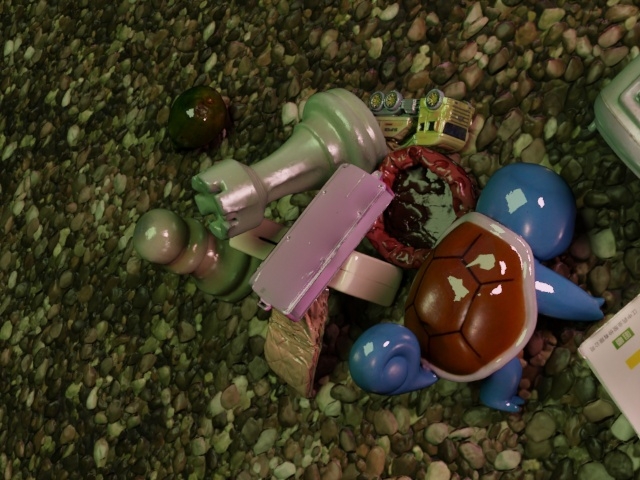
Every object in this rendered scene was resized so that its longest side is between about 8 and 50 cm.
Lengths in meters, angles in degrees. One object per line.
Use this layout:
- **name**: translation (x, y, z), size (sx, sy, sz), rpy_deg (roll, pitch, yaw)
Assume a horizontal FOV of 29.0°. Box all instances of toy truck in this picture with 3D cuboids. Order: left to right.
- **toy truck**: translation (0.157, -0.183, 2.048), size (0.191, 0.085, 0.116), rpy_deg (5, 83, 45)

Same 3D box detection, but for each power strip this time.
- **power strip**: translation (0.000, 0.000, 1.933), size (0.109, 0.037, 0.279), rpy_deg (33, 83, 40)

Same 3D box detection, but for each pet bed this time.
- **pet bed**: translation (0.157, -0.049, 1.966), size (0.201, 0.053, 0.201), rpy_deg (-1, 88, 26)

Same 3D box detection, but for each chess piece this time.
- **chess piece**: translation (-0.228, 0.016, 2.195), size (0.133, 0.243, 0.133), rpy_deg (-20, 59, 37)
- **chess piece**: translation (-0.056, -0.113, 2.040), size (0.299, 0.195, 0.194), rpy_deg (-27, 39, -21)

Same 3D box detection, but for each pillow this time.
- **pillow**: translation (-0.041, 0.145, 2.011), size (0.126, 0.043, 0.233), rpy_deg (37, 132, 35)

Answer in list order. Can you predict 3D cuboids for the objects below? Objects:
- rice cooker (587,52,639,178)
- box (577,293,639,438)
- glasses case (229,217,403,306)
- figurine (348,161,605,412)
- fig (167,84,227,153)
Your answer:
- **rice cooker**: translation (0.517, -0.178, 1.579), size (0.316, 0.264, 0.317), rpy_deg (-21, 58, 38)
- **box**: translation (0.509, 0.109, 1.527), size (0.333, 0.145, 0.173), rpy_deg (-44, 48, 18)
- **glasses case**: translation (-0.011, 0.029, 2.064), size (0.313, 0.131, 0.070), rpy_deg (20, 90, 46)
- **figurine**: translation (0.214, 0.084, 1.776), size (0.416, 0.243, 0.298), rpy_deg (-47, 41, -10)
- **fig**: translation (-0.262, -0.227, 2.458), size (0.177, 0.117, 0.117), rpy_deg (-37, 48, 38)
